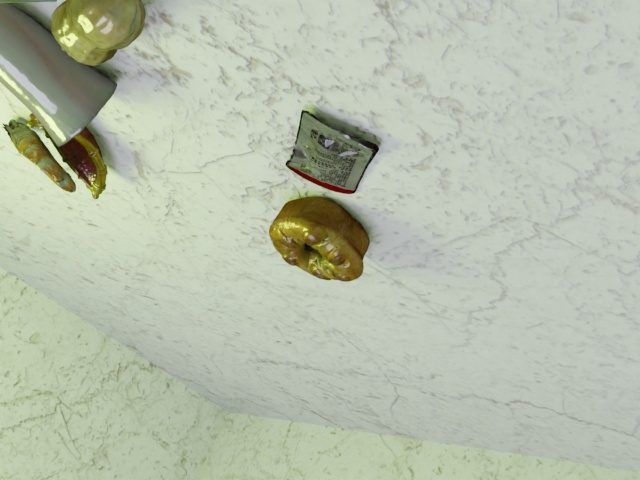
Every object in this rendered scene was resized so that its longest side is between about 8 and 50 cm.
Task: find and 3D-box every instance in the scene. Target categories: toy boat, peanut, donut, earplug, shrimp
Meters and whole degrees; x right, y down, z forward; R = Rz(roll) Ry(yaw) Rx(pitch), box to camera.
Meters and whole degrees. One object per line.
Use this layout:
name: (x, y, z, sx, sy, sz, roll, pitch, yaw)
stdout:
toy boat: (-0.578, -0.216, 1.899, 0.140, 0.099, 0.318, 17, 157, 22)
peanut: (-0.377, -0.369, 1.371, 0.130, 0.130, 0.290, 38, 159, -26)
donut: (-0.002, -0.001, 1.767, 0.226, 0.114, 0.227, 20, 156, 10)
earplug: (-0.562, -0.344, 1.564, 0.301, 0.172, 0.172, 44, 150, -25)
shrimp: (-0.669, -0.202, 1.939, 0.317, 0.062, 0.164, 38, 166, 40)

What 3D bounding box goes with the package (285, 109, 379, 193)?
package: (0.015, -0.156, 1.541, 0.154, 0.030, 0.239, 24, 156, -1)
